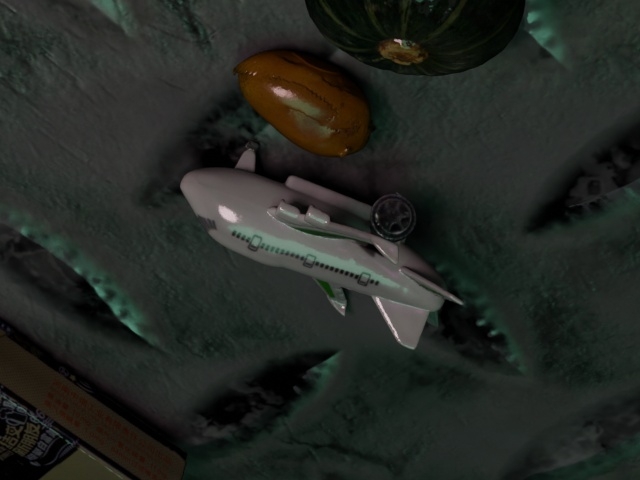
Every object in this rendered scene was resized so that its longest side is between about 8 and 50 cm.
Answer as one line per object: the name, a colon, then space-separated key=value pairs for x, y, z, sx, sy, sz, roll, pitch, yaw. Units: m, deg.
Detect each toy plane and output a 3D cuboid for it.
toy plane: x=0.003 y=-0.004 z=1.440 sx=0.255 sy=0.101 sz=0.251 roll=29 pitch=165 yaw=-1

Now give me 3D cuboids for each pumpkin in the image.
pumpkin: x=0.068 y=-0.191 z=1.260 sx=0.167 sy=0.125 sz=0.167 roll=6 pitch=175 yaw=1

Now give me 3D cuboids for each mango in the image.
mango: x=-0.012 y=-0.110 z=1.382 sx=0.127 sy=0.063 sz=0.077 roll=32 pitch=134 yaw=-20

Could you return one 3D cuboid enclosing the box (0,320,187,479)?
box: x=-0.310 y=0.198 z=1.644 sx=0.310 sy=0.084 sz=0.198 roll=38 pitch=124 yaw=-19
